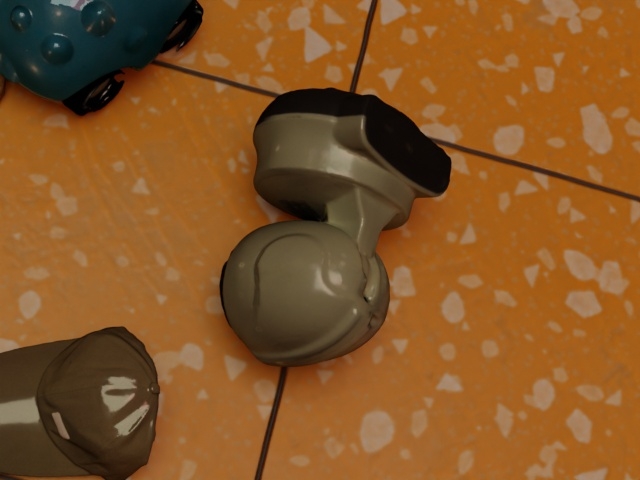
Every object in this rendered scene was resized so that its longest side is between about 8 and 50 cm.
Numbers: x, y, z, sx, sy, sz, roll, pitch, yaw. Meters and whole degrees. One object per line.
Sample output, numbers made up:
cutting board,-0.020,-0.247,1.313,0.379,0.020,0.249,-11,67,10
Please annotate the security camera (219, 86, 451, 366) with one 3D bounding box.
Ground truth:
security camera,0.000,0.000,1.305,0.197,0.191,0.277,32,64,-46

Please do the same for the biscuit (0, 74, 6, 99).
biscuit,-0.422,-0.186,1.378,0.140,0.023,0.118,-3,72,-11

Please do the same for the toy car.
toy car,-0.251,-0.274,1.351,0.255,0.190,0.188,-41,82,-21

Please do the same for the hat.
hat,-0.265,0.161,1.243,0.173,0.144,0.166,2,68,-33
